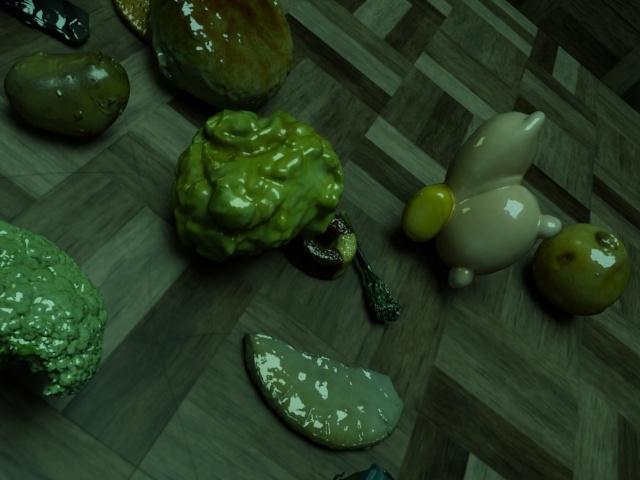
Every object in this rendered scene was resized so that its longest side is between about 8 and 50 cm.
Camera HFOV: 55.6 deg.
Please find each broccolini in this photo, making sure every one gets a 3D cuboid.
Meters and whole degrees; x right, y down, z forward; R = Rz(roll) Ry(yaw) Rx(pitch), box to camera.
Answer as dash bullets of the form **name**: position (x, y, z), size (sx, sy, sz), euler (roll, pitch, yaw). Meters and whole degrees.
- **broccolini**: position (0.078, 0.045, 1.108), size (0.051, 0.054, 0.239), euler (-16, 59, -15)

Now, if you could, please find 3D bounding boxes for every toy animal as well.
- **toy animal**: position (0.349, -0.064, 1.208), size (0.247, 0.345, 0.277), euler (46, 8, 20)

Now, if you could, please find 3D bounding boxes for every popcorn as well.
- **popcorn**: position (-0.113, -0.086, 0.935), size (0.250, 0.241, 0.235), euler (-33, 118, -38)

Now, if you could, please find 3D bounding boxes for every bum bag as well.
- **bum bag**: position (-0.490, -0.411, 1.049), size (0.197, 0.049, 0.087), euler (26, 50, -18)

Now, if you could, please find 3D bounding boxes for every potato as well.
- **potato**: position (-0.381, -0.225, 0.928), size (0.175, 0.137, 0.137), euler (-3, 56, -13)

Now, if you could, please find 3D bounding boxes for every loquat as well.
- **loquat**: position (0.575, 0.062, 1.355), size (0.213, 0.213, 0.213), euler (20, 47, -23)

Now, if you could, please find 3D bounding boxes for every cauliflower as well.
- **cauliflower**: position (-0.383, 0.089, 0.620), size (0.272, 0.275, 0.250), euler (26, 76, -41)

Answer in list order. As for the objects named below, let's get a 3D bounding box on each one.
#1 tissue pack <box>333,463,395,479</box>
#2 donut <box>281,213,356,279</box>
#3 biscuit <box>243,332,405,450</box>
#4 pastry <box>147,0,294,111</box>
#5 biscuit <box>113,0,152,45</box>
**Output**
- **tissue pack**: position (0.038, 0.426, 0.697), size (0.192, 0.134, 0.271), euler (46, 43, 3)
- **donut**: position (0.000, 0.000, 1.075), size (0.140, 0.059, 0.141), euler (18, 51, -23)
- **biscuit**: position (0.011, 0.236, 0.902), size (0.289, 0.038, 0.141), euler (24, 46, -19)
- **pastry**: position (-0.179, -0.400, 1.169), size (0.329, 0.136, 0.330), euler (18, 61, -37)
- **biscuit**: position (-0.301, -0.470, 1.246), size (0.253, 0.035, 0.254), euler (19, 48, -23)
